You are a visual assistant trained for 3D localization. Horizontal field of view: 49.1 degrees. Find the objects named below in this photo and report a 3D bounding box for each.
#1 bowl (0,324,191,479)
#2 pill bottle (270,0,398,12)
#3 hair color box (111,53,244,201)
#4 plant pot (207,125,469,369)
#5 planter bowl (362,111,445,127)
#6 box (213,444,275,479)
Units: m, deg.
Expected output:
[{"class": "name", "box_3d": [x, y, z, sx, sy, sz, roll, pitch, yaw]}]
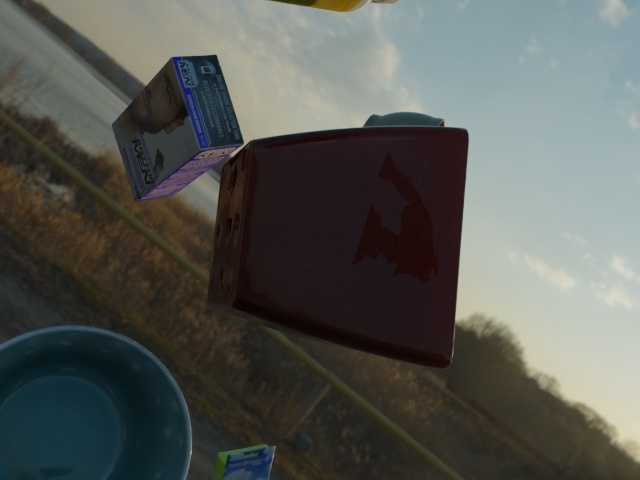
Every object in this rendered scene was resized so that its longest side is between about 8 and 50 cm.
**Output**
[{"class": "bowl", "box_3d": [-0.344, 0.270, 0.936, 0.311, 0.311, 0.163, 41, -21, -14]}, {"class": "pill bottle", "box_3d": [-0.003, -0.257, 0.614, 0.184, 0.103, 0.103, -4, 30, -37]}, {"class": "hair color box", "box_3d": [-0.298, -0.216, 1.415, 0.339, 0.110, 0.185, -23, -97, 51]}, {"class": "plant pot", "box_3d": [0.000, 0.000, 0.843, 0.235, 0.267, 0.267, 8, -6, -17]}, {"class": "planter bowl", "box_3d": [0.112, -0.133, 1.089, 0.109, 0.162, 0.162, 26, -4, 13]}, {"class": "box", "box_3d": [-0.155, 0.471, 1.357, 0.109, 0.178, 0.042, 0, 20, -34]}]
